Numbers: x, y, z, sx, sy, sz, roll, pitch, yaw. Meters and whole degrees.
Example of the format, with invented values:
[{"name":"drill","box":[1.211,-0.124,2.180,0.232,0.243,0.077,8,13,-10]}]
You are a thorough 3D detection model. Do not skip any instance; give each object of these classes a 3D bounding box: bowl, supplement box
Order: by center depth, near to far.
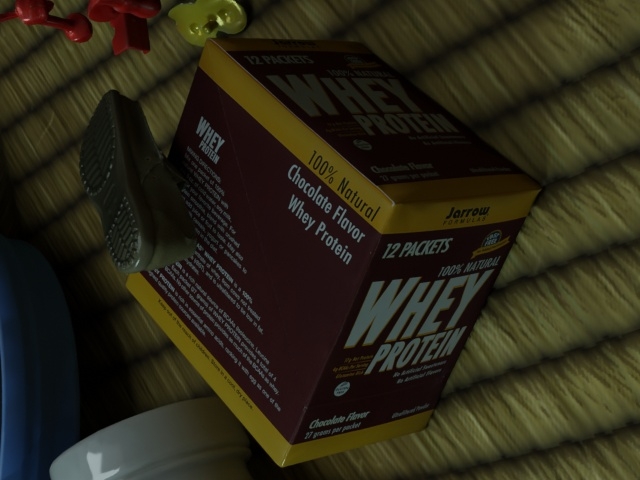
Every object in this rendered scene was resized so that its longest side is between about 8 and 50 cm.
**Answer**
[{"name":"supplement box","box":[0.000,0.000,0.849,0.191,0.129,0.194,44,125,36]},{"name":"bowl","box":[-0.323,0.179,1.207,0.391,0.077,0.391,-17,69,54]}]

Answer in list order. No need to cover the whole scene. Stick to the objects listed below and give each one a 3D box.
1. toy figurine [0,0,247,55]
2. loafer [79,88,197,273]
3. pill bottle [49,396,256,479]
[{"name":"toy figurine","box":[-0.075,-0.286,0.865,0.362,0.191,0.217,-22,73,46]},{"name":"loafer","box":[-0.115,-0.035,0.840,0.056,0.050,0.148,-51,42,35]},{"name":"pill bottle","box":[-0.068,0.287,0.914,0.188,0.188,0.334,-39,67,43]}]
